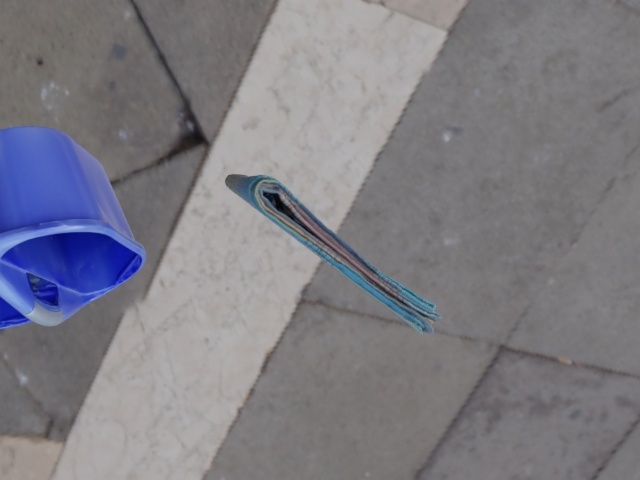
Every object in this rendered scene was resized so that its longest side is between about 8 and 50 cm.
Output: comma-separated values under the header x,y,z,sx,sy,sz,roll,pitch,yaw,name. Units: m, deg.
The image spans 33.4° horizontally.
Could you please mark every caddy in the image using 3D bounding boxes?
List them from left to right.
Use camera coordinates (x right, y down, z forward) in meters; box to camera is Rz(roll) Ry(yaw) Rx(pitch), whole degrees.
x,y,z,sx,sy,sz,roll,pitch,yaw,name
-0.339,0.013,1.213,0.241,0.179,0.341,-22,167,3,caddy

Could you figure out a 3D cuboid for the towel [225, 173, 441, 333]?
x,y,z,sx,sy,sz,roll,pitch,yaw,name
0.000,0.000,1.360,0.271,0.370,0.040,38,89,-10,towel
